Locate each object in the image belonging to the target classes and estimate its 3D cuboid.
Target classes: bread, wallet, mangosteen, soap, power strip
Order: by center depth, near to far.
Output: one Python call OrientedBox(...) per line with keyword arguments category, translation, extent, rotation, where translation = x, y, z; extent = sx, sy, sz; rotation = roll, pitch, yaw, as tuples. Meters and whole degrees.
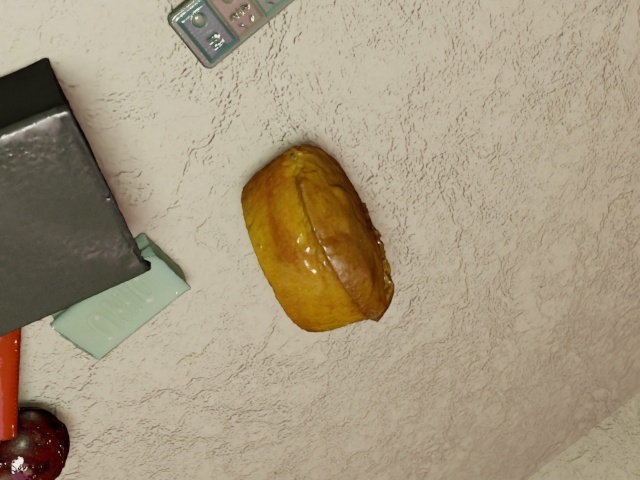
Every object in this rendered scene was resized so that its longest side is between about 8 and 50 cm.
OrientedBox(category="power strip", translation=(-0.116, -0.352, 0.873), extent=(0.216, 0.061, 0.145), rotation=(-39, 123, 1))
OrientedBox(category="wallet", translation=(-0.526, 0.200, 0.980), extent=(0.142, 0.045, 0.204), rotation=(2, 92, -25))
OrientedBox(category="bread", translation=(0.003, 0.004, 1.030), extent=(0.172, 0.312, 0.312), rotation=(-26, 131, 13))
OrientedBox(category="soap", translation=(-0.320, 0.093, 1.056), extent=(0.198, 0.063, 0.114), rotation=(-40, 129, 2))
OrientedBox(category="mangosteen", translation=(-0.511, 0.346, 1.080), extent=(0.180, 0.166, 0.166), rotation=(37, 101, -13))

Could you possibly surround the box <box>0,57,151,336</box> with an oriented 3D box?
OrientedBox(category="box", translation=(-0.433, -0.032, 0.822), extent=(0.345, 0.204, 0.251), rotation=(-24, 128, -11))
